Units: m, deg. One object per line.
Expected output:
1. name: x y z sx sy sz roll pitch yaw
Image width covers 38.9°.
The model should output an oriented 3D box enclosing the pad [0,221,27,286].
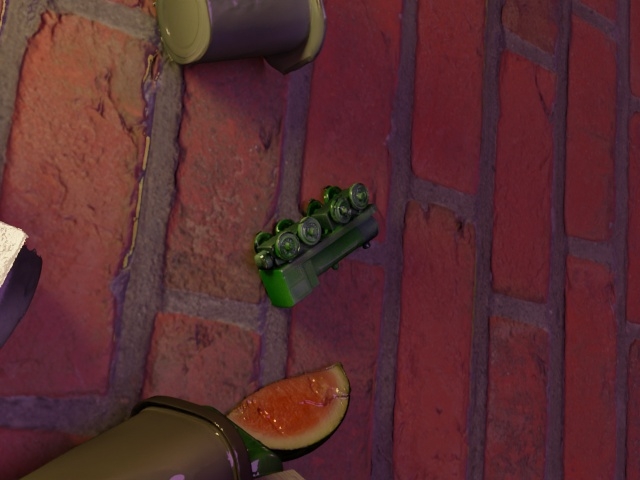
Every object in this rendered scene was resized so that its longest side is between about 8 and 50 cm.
1. pad: -0.446 0.064 1.008 0.156 0.004 0.232 20 68 5

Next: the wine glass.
1. wine glass: -0.381 0.184 1.097 0.264 0.096 0.309 50 51 -52

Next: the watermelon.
1. watermelon: -0.040 0.265 1.363 0.245 0.063 0.119 -21 77 -37

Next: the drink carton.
1. drink carton: -0.116 -0.333 1.307 0.189 0.185 0.191 -16 96 -38

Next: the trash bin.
1. trash bin: -0.236 0.331 1.052 0.250 0.220 0.219 -18 105 -46

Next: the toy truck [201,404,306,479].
1. toy truck: -0.106 0.315 1.185 0.101 0.242 0.125 -1 109 -42

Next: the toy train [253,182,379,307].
1. toy train: 0.000 0.000 1.422 0.251 0.085 0.119 -34 111 -37
